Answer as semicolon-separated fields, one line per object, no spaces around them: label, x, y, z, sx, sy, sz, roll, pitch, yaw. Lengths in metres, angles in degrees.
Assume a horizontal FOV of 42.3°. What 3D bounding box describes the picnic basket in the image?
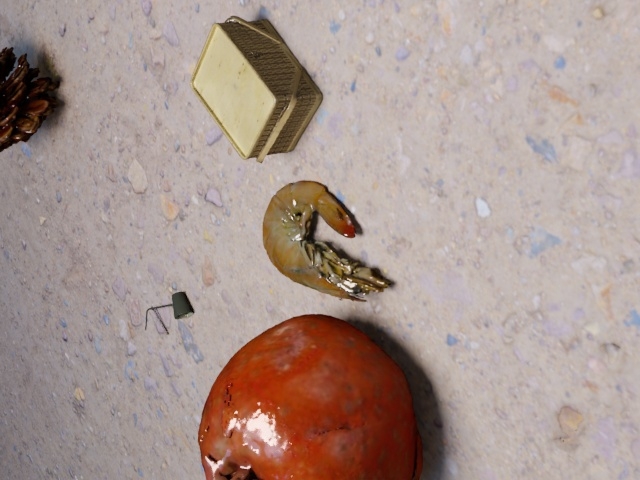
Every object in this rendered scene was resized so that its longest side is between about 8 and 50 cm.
picnic basket;-0.084;-0.193;1.054;0.164;0.079;0.115;55;135;21

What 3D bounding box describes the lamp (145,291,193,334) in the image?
lamp;-0.256;0.118;1.392;0.121;0.041;0.054;-36;67;45

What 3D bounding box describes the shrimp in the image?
shrimp;0.003;0.001;1.054;0.236;0.053;0.133;29;103;45

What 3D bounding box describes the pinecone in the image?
pinecone;-0.596;-0.260;1.492;0.221;0.221;0.221;19;116;45

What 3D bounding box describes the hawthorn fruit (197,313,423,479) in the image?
hawthorn fruit;-0.031;0.234;0.967;0.276;0.307;0.276;7;103;34
